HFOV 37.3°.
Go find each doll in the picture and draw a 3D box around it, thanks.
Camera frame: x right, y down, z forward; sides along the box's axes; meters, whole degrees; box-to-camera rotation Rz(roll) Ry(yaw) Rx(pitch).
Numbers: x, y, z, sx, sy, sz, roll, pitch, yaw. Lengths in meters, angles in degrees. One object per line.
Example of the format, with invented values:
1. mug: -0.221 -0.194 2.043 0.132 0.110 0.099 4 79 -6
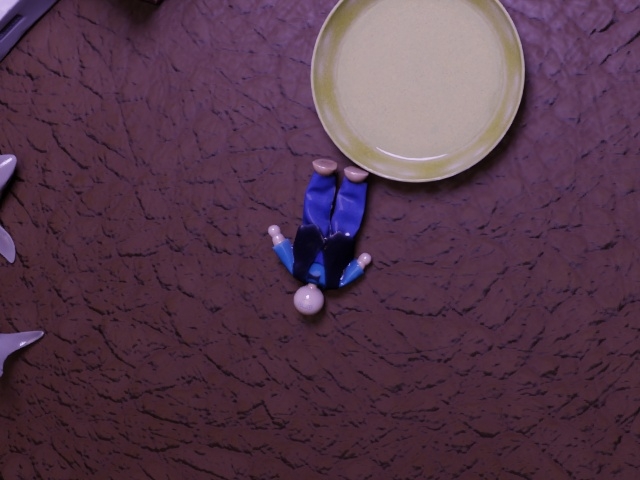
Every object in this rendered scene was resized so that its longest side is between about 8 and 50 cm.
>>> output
1. doll: 0.000 0.000 1.127 0.129 0.046 0.189 12 107 2

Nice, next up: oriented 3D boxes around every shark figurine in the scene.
1. shark figurine: -0.466 0.033 1.216 0.166 0.116 0.278 -2 96 16

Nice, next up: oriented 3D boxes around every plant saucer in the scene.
1. plant saucer: 0.110 -0.187 1.077 0.241 0.037 0.241 2 98 14

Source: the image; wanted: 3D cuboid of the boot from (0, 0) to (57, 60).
1. boot: -0.439 -0.293 1.179 0.258 0.095 0.123 -39 82 8

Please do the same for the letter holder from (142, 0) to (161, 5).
1. letter holder: -0.279 -0.427 1.046 0.302 0.214 0.152 45 106 4
